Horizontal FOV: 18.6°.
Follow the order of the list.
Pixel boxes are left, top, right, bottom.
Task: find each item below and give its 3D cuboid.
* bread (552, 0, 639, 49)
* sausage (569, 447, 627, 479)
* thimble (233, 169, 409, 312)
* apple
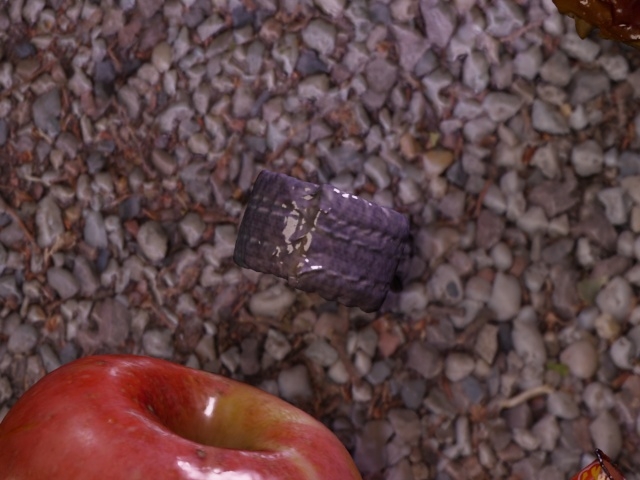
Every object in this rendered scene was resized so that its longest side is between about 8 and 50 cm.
[{"bbox_3d":[0.373,-0.212,1.638,0.380,0.109,0.185,24,94,28],"label":"bread"},{"bbox_3d":[0.202,0.243,1.701,0.050,0.048,0.145,44,109,-13],"label":"sausage"},{"bbox_3d":[0.002,0.001,1.788,0.150,0.150,0.098,20,90,29],"label":"thimble"},{"bbox_3d":[-0.135,0.287,1.709,0.364,0.364,0.364,-4,81,28],"label":"apple"}]
